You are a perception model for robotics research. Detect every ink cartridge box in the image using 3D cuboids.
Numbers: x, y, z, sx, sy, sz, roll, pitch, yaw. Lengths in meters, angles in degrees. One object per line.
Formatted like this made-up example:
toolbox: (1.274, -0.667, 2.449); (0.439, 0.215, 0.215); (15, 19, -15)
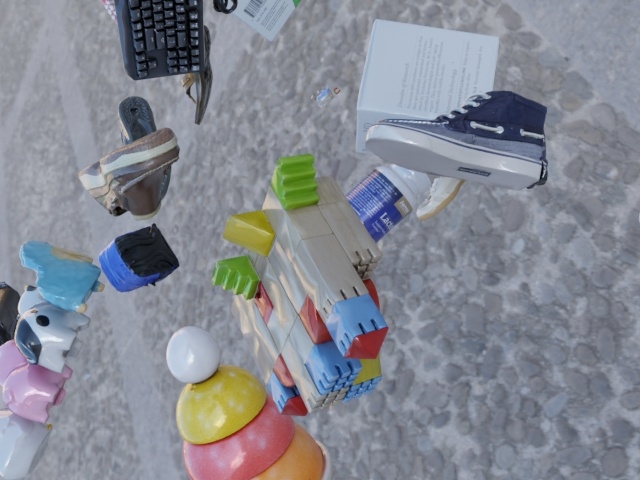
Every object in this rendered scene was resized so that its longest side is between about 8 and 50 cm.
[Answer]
ink cartridge box: (-0.132, -0.475, 1.174); (0.153, 0.208, 0.087); (-52, 29, 12)

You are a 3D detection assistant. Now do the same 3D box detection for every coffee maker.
coffee maker: (-0.673, 0.164, 1.355); (0.120, 0.171, 0.178); (-37, 23, -1)

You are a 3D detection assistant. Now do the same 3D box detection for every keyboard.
keyboard: (-0.121, -0.214, 0.574); (0.180, 0.108, 0.023); (102, 145, -55)

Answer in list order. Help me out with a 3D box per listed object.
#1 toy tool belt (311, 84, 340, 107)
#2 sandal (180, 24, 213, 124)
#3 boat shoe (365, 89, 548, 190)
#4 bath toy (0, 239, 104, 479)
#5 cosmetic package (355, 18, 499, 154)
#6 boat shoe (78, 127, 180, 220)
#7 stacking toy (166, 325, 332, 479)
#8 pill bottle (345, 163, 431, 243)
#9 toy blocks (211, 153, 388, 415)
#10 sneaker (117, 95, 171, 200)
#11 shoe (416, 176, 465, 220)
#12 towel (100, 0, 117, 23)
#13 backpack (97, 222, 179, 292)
toy tool belt: (0.015, -0.440, 2.024); (0.083, 0.051, 0.052); (-46, 16, -3)
sandal: (-0.269, -0.353, 1.438); (0.090, 0.060, 0.219); (-79, -4, -47)
boat shoe: (0.255, -0.204, 1.238); (0.127, 0.341, 0.158); (138, 143, -74)
bath toy: (-0.424, 0.179, 0.979); (0.151, 0.129, 0.348); (-86, 19, -74)
cosmetic package: (0.332, -0.463, 2.181); (0.329, 0.394, 0.327); (82, -162, -74)
boat shoe: (-0.232, -0.077, 0.873); (0.257, 0.095, 0.095); (-3, 116, 60)
stacking toy: (-0.205, 0.398, 1.522); (0.351, 0.351, 0.480); (0, 116, 52)
pill bottle: (0.159, -0.104, 1.803); (0.265, 0.153, 0.153); (-43, 44, 0)
toy blocks: (-0.008, 0.107, 0.926); (0.261, 0.191, 0.381); (60, 147, 29)
sneaker: (-0.356, -0.167, 1.379); (0.130, 0.087, 0.227); (111, 141, -70)
shoe: (0.272, -0.126, 1.447); (0.219, 0.058, 0.076); (-45, 6, -18)
towel: (-0.499, -0.579, 1.683); (0.029, 0.197, 0.144); (-29, 24, 11)
backpack: (-0.320, 0.042, 1.160); (0.101, 0.120, 0.098); (-40, 84, 24)
